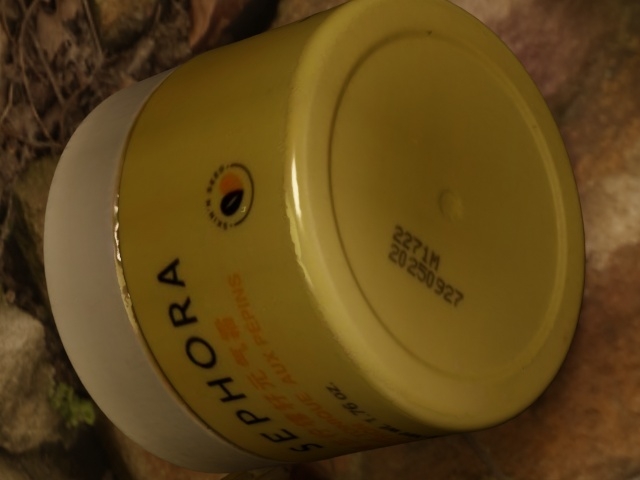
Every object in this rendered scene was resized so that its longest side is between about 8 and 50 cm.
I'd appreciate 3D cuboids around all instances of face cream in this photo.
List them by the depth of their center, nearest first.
[{"bbox_3d":[0.000,0.000,0.965,0.179,0.218,0.218,-15,88,43],"label":"face cream"}]

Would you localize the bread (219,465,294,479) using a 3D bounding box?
[{"bbox_3d":[-0.008,0.270,1.099,0.288,0.119,0.152,52,125,21],"label":"bread"}]
